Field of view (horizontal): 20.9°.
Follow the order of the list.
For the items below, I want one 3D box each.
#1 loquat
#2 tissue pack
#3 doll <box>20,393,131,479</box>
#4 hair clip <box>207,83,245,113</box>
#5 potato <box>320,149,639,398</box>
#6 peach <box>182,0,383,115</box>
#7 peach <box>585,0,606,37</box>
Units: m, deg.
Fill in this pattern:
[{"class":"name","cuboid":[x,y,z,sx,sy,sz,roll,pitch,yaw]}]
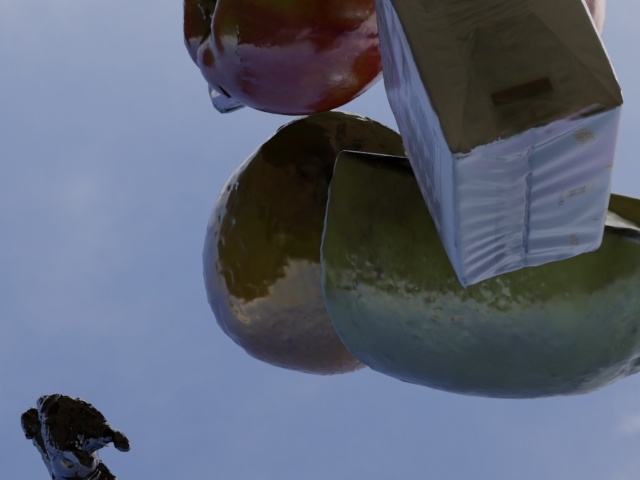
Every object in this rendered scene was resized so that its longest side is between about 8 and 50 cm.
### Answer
[{"class":"loquat","cuboid":[0.000,0.000,1.884,0.276,0.283,0.276,3,-127,-4]},{"class":"tissue pack","cuboid":[0.114,-0.101,1.153,0.124,0.225,0.185,-17,-113,-1]},{"class":"doll","cuboid":[-0.221,0.190,1.544,0.057,0.139,0.165,-32,-133,-25]},{"class":"hair clip","cuboid":[-0.057,-0.185,1.812,0.110,0.095,0.359,4,180,-21]},{"class":"potato","cuboid":[0.199,0.058,1.511,0.330,0.212,0.280,4,-168,-44]},{"class":"peach","cuboid":[-0.011,-0.188,1.383,0.197,0.197,0.197,-8,-136,8]},{"class":"peach","cuboid":[0.242,-0.329,2.229,0.281,0.281,0.338,5,-95,20]}]
